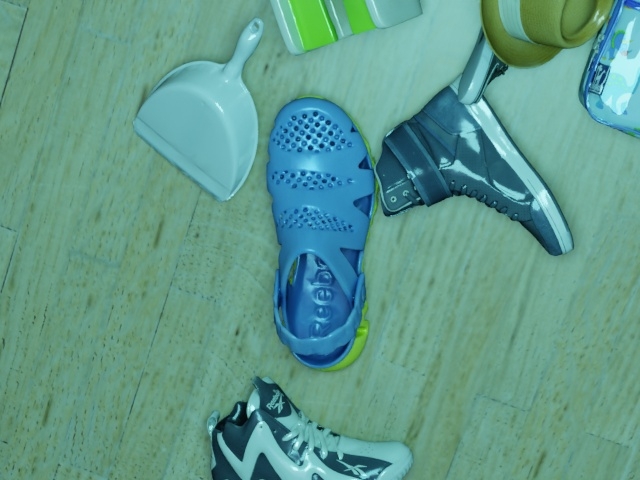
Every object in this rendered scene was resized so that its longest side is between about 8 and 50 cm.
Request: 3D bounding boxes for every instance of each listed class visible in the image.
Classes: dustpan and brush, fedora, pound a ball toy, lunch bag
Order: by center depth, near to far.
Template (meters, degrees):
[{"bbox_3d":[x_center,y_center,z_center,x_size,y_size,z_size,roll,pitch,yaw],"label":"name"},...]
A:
[{"bbox_3d":[0.250,-0.262,1.696,0.079,0.194,0.194,30,106,42],"label":"fedora"},{"bbox_3d":[0.395,-0.181,1.742,0.219,0.090,0.176,22,100,1],"label":"lunch bag"},{"bbox_3d":[-0.034,-0.363,1.751,0.208,0.136,0.319,-13,100,34],"label":"pound a ball toy"},{"bbox_3d":[-0.112,-0.159,1.793,0.147,0.060,0.211,39,139,8],"label":"dustpan and brush"}]

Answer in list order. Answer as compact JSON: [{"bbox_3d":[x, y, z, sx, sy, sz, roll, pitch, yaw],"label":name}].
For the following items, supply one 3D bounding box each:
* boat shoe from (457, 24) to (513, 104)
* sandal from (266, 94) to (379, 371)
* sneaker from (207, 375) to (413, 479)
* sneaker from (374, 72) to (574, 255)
[{"bbox_3d":[0.185,-0.199,1.751,0.040,0.049,0.142,28,61,-10],"label":"boat shoe"},{"bbox_3d":[0.000,0.000,1.797,0.126,0.138,0.317,-4,98,9],"label":"sandal"},{"bbox_3d":[-0.022,0.220,1.860,0.235,0.094,0.153,-9,108,18],"label":"sneaker"},{"bbox_3d":[0.157,-0.045,1.786,0.163,0.086,0.226,-36,85,1],"label":"sneaker"}]
